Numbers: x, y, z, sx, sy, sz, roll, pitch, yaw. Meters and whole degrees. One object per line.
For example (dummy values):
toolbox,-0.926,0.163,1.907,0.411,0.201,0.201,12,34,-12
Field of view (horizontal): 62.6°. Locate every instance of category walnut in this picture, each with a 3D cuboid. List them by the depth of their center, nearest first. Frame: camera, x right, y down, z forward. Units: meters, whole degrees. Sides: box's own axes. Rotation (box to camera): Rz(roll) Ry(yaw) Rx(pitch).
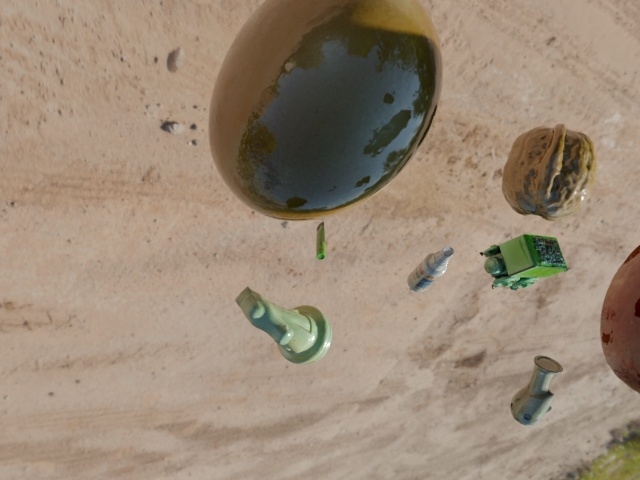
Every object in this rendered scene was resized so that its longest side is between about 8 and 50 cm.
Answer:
walnut,0.597,-0.184,1.377,0.257,0.224,0.257,-40,137,-51

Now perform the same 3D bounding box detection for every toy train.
toy train,0.601,0.061,1.549,0.243,0.132,0.188,5,156,-39

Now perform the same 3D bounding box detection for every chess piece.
chess piece,-0.100,0.229,1.428,0.175,0.176,0.298,-41,144,8

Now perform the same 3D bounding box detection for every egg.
egg,0.006,-0.187,0.705,0.351,0.282,0.282,-49,138,-5

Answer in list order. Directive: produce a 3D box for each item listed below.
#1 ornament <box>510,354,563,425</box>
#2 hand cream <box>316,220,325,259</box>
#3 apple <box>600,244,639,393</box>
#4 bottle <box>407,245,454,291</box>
ornament,0.467,0.332,1.141,0.075,0.081,0.156,-18,127,-57
hand cream,0.000,0.000,1.300,0.023,0.122,0.036,21,126,-18
apple,0.537,0.115,0.605,0.365,0.295,0.329,-33,124,-13
bottle,0.264,0.066,1.258,0.060,0.060,0.217,-19,161,-15
